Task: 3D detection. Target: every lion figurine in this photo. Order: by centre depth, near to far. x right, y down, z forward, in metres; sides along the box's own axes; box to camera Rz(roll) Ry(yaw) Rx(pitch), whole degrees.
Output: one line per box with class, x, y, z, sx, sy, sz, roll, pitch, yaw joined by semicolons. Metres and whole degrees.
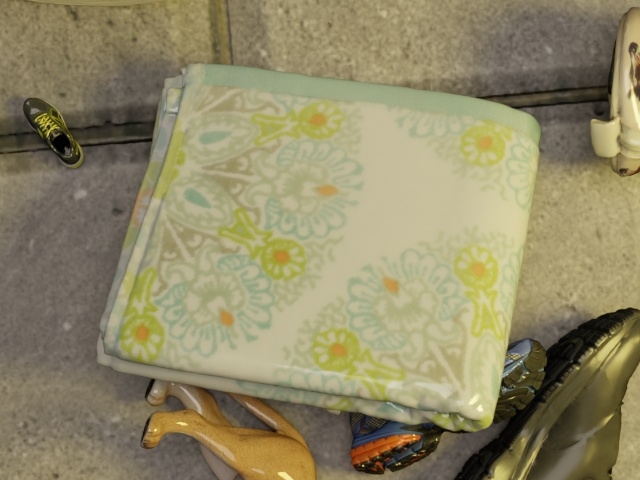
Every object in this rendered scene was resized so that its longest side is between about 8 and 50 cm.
lion figurine;-0.080;0.285;1.554;0.240;0.142;0.392;21;71;-10

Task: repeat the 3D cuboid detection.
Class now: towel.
towel;0.000;0.000;1.566;0.374;0.090;0.320;8;64;10

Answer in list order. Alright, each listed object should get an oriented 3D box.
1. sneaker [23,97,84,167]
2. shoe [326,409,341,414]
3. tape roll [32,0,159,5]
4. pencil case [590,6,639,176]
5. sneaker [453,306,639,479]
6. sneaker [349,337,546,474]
sneaker;-0.262;-0.109;1.659;0.031;0.035;0.083;-41;85;-5
shoe;0.015;0.074;1.629;0.081;0.063;0.178;20;78;3
tape roll;-0.250;-0.300;1.558;0.286;0.286;0.100;4;84;0
pencil case;0.461;-0.117;1.576;0.410;0.183;0.160;7;125;8
sneaker;0.236;0.193;1.605;0.130;0.109;0.286;36;91;-6
sneaker;0.110;0.140;1.579;0.221;0.083;0.087;-29;64;23
